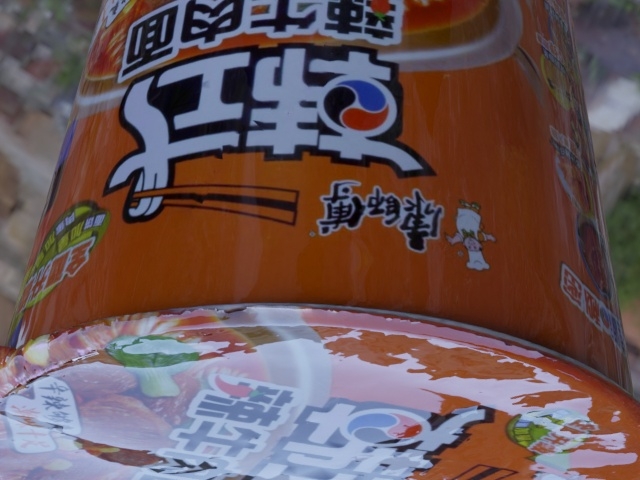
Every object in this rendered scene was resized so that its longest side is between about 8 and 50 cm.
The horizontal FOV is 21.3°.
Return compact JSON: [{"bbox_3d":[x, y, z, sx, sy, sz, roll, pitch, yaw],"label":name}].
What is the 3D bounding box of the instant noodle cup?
[{"bbox_3d":[0.000,0.000,0.653,0.250,0.192,0.250,2,151,1],"label":"instant noodle cup"}]
